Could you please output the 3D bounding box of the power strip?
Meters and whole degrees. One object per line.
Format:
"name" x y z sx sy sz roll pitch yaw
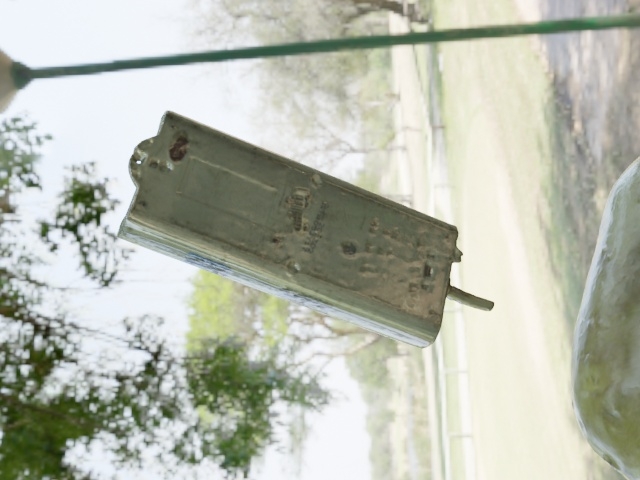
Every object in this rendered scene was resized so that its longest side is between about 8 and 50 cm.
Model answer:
"power strip" 0.000 0.000 0.578 0.034 0.268 0.092 135 153 -59

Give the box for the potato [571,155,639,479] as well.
"potato" 0.312 0.057 0.707 0.307 0.210 0.173 -64 -31 -12
